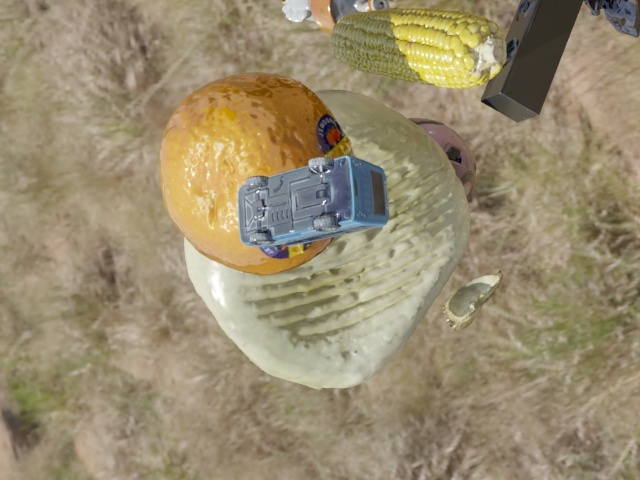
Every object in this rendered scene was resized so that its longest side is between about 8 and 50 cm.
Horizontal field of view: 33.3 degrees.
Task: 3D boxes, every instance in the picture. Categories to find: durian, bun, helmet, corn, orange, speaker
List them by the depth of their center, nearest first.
[{"bbox_3d":[-0.054,-0.059,0.934,0.178,0.155,0.177,11,120,19],"label":"orange"},{"bbox_3d":[0.084,-0.174,0.954,0.206,0.067,0.067,20,120,52],"label":"corn"},{"bbox_3d":[0.205,-0.203,0.974,0.191,0.046,0.040,-67,16,-13],"label":"speaker"},{"bbox_3d":[0.000,0.000,1.324,0.227,0.349,0.352,175,78,-72],"label":"bun"},{"bbox_3d":[0.222,0.087,1.594,0.052,0.130,0.066,42,149,8],"label":"durian"},{"bbox_3d":[0.217,-0.127,2.061,0.154,0.253,0.198,31,96,59],"label":"helmet"}]

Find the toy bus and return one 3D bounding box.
[{"bbox_3d":[-0.005,-0.019,0.591,0.083,0.046,0.038,-13,77,39],"label":"toy bus"}]

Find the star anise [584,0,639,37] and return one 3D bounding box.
[{"bbox_3d":[0.369,-0.392,1.443,0.129,0.283,0.212,-5,83,61],"label":"star anise"}]

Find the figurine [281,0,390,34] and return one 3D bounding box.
[{"bbox_3d":[0.026,-0.382,1.669,0.271,0.143,0.143,11,113,65],"label":"figurine"}]
